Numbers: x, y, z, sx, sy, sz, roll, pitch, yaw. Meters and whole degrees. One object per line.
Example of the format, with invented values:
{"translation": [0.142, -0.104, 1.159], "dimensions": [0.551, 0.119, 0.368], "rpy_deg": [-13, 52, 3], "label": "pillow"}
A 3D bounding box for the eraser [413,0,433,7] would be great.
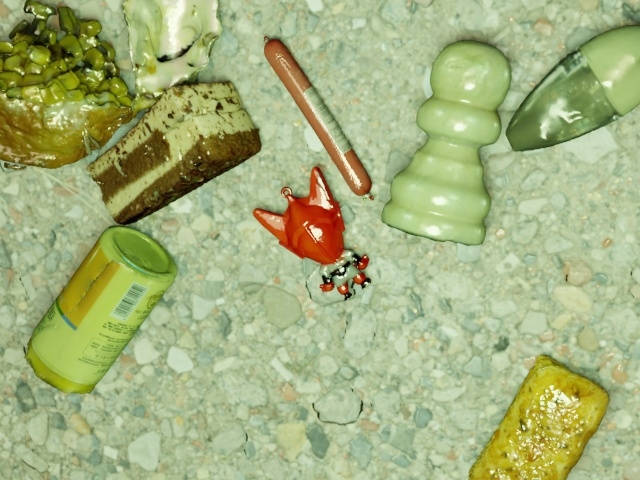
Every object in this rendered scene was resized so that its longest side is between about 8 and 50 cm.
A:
{"translation": [0.102, -0.435, 1.366], "dimensions": [0.204, 0.059, 0.243], "rpy_deg": [31, 109, 5], "label": "eraser"}

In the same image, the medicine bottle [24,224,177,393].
{"translation": [-0.304, 0.099, 1.533], "dimensions": [0.124, 0.124, 0.239], "rpy_deg": [40, 107, 2], "label": "medicine bottle"}

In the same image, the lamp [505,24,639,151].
{"translation": [0.327, -0.186, 1.347], "dimensions": [0.250, 0.101, 0.101], "rpy_deg": [-32, 93, 20], "label": "lamp"}

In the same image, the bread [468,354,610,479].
{"translation": [0.280, 0.256, 1.455], "dimensions": [0.114, 0.083, 0.211], "rpy_deg": [28, 104, 10], "label": "bread"}

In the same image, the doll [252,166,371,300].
{"translation": [0.000, 0.000, 1.476], "dimensions": [0.109, 0.057, 0.169], "rpy_deg": [-34, 91, 15], "label": "doll"}

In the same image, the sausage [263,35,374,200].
{"translation": [-0.002, -0.157, 1.459], "dimensions": [0.034, 0.034, 0.253], "rpy_deg": [-31, 93, 16], "label": "sausage"}

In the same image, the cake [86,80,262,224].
{"translation": [-0.188, -0.115, 1.505], "dimensions": [0.246, 0.135, 0.112], "rpy_deg": [-33, 82, 46], "label": "cake"}

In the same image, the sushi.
{"translation": [-0.386, -0.202, 1.478], "dimensions": [0.296, 0.167, 0.179], "rpy_deg": [19, 128, 14], "label": "sushi"}

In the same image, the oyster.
{"translation": [-0.188, -0.275, 1.462], "dimensions": [0.132, 0.072, 0.209], "rpy_deg": [-5, 92, -10], "label": "oyster"}

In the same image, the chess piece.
{"translation": [0.164, -0.124, 1.386], "dimensions": [0.133, 0.133, 0.243], "rpy_deg": [14, 99, 9], "label": "chess piece"}
